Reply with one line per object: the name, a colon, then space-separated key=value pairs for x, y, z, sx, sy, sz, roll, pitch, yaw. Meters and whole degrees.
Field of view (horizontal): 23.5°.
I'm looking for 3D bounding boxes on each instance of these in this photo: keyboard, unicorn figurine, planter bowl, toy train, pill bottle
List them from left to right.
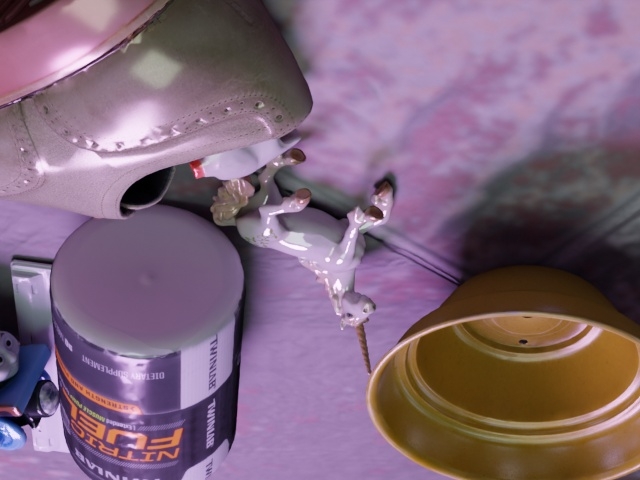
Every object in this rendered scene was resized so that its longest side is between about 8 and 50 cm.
toy train: x=-0.288 y=0.106 z=1.162 sx=0.184 sy=0.080 sz=0.105 roll=-3 pitch=136 yaw=24
keyboard: x=-0.198 y=0.100 z=1.206 sx=0.072 sy=0.014 sz=0.256 roll=3 pitch=141 yaw=-3
pill bottle: x=-0.121 y=0.098 z=1.096 sx=0.130 sy=0.130 sz=0.246 roll=7 pitch=140 yaw=1
unicorn figurine: x=0.000 y=0.000 z=1.025 sx=0.162 sy=0.060 sz=0.111 roll=33 pitch=137 yaw=-5
planter bowl: x=0.143 y=0.080 z=1.065 sx=0.217 sy=0.090 sz=0.217 roll=5 pitch=141 yaw=4

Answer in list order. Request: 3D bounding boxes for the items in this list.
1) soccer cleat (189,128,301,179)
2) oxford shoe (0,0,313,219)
soccer cleat: x=-0.060 y=-0.121 z=0.883 sx=0.076 sy=0.068 sz=0.196 roll=-23 pitch=133 yaw=-12
oxford shoe: x=-0.167 y=-0.055 z=0.855 sx=0.146 sy=0.140 sz=0.397 roll=46 pitch=146 yaw=-22
